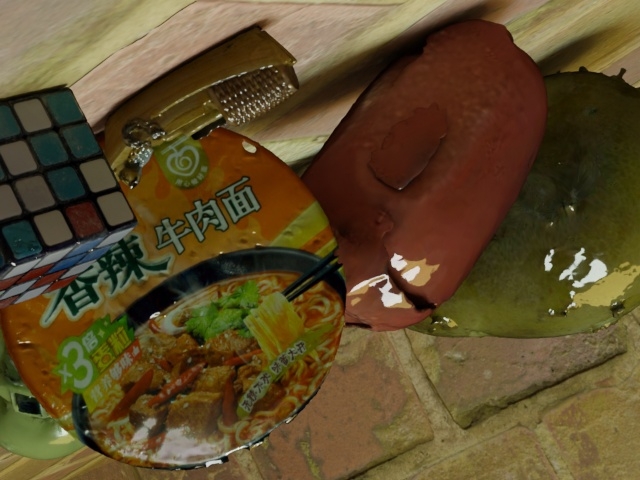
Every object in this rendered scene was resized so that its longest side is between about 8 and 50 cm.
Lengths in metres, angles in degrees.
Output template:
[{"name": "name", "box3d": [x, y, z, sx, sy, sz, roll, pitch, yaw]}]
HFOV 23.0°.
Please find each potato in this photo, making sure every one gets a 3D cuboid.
[{"name": "potato", "box3d": [0.200, -0.012, 1.609, 0.359, 0.270, 0.219, -26, 157, 15]}]

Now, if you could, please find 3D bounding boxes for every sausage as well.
[{"name": "sausage", "box3d": [0.073, -0.048, 1.206, 0.280, 0.152, 0.152, -55, -174, -28]}]

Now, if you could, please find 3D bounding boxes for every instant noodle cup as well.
[{"name": "instant noodle cup", "box3d": [-0.115, 0.041, 1.107, 0.230, 0.230, 0.182, -26, -178, -15]}]

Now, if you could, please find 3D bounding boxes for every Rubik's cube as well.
[{"name": "Rubik's cube", "box3d": [-0.177, -0.019, 0.888, 0.092, 0.092, 0.092, -21, 169, -44]}]

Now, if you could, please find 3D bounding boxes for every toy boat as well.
[{"name": "toy boat", "box3d": [-0.081, -0.080, 0.985, 0.149, 0.049, 0.047, -30, 173, 15]}]

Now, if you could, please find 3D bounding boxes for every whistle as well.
[{"name": "whistle", "box3d": [-0.252, 0.105, 1.449, 0.141, 0.141, 0.294, -24, 154, -26]}]
